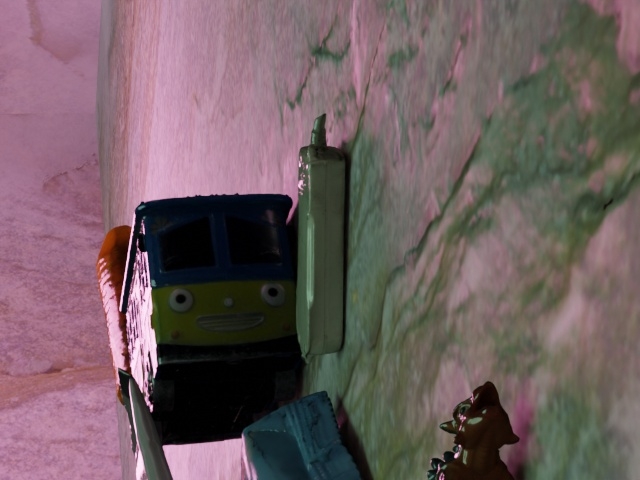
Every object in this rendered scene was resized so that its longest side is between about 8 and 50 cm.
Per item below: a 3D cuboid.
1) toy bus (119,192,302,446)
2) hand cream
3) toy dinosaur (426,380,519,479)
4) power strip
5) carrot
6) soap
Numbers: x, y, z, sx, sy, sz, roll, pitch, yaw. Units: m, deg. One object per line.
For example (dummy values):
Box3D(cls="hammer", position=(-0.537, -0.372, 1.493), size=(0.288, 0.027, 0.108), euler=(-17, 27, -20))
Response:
Box3D(cls="toy bus", position=(-0.103, 0.082, 1.242), size=(0.288, 0.138, 0.175), euler=(116, 149, -65))
Box3D(cls="hand cream", position=(-0.122, 0.253, 1.087), size=(0.336, 0.076, 0.121), euler=(-114, 22, -47))
Box3D(cls="toy dinosaur", position=(0.070, 0.139, 0.677), size=(0.055, 0.049, 0.154), euler=(-119, 35, -58))
Box3D(cls="power strip", position=(0.000, 0.000, 1.011), size=(0.047, 0.030, 0.191), euler=(-128, 37, -71))
Box3D(cls="carrot", position=(-0.285, 0.112, 2.109), size=(0.114, 0.114, 0.302), euler=(102, 158, -48))
Box3D(cls="soap", position=(-0.017, 0.276, 1.025), size=(0.156, 0.077, 0.293), euler=(-123, 32, -67))
